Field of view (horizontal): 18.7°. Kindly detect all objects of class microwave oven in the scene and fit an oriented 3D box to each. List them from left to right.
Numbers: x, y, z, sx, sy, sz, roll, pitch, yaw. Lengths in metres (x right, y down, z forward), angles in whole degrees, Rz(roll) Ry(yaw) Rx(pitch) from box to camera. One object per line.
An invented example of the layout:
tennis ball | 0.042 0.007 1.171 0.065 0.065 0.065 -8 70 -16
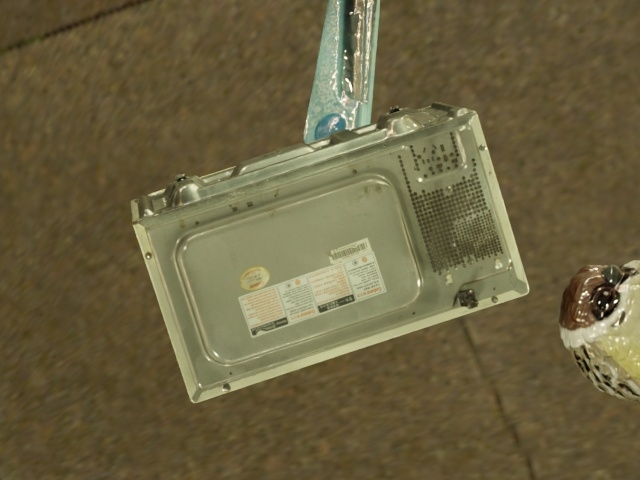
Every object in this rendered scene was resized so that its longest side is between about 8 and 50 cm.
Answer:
microwave oven | 0.000 0.000 1.350 0.240 0.194 0.145 -18 95 -4

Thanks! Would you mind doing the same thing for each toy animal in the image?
toy animal | 0.211 0.072 1.363 0.098 0.137 0.098 2 38 -2

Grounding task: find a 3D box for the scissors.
scissors | 0.006 -0.077 1.575 0.032 0.180 0.393 41 50 -50
